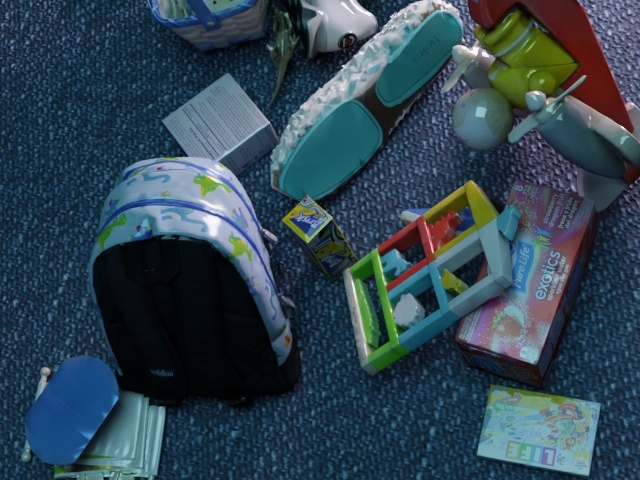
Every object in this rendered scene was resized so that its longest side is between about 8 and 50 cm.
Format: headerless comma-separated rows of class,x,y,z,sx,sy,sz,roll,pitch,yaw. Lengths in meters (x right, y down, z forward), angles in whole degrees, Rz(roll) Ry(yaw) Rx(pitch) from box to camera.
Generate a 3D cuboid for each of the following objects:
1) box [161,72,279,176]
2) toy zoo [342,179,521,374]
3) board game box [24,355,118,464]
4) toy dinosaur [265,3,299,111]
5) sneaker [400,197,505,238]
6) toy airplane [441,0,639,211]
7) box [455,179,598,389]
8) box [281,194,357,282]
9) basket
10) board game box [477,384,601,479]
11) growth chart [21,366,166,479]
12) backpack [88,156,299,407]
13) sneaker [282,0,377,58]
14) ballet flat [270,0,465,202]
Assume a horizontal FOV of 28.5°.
box,-0.159,-0.173,2.011,0.137,0.072,0.126,-36,64,-4
toy zoo,0.161,0.040,1.765,0.293,0.030,0.192,-37,39,23
board game box,-0.364,0.255,1.875,0.133,0.033,0.168,29,81,37
toy dinosaur,-0.061,-0.305,2.034,0.053,0.092,0.183,3,76,0
sneaker,0.200,-0.045,1.871,0.152,0.058,0.084,13,77,14
toy airplane,0.313,-0.193,1.740,0.272,0.386,0.384,-29,69,-2
box,0.293,0.062,1.765,0.123,0.128,0.257,17,73,20
box,0.000,0.000,1.842,0.054,0.169,0.059,-45,65,-7
basket,-0.191,-0.448,2.015,0.201,0.289,0.254,-10,63,8
board game box,0.301,0.263,1.733,0.154,0.026,0.103,8,70,17
growth chart,-0.339,0.288,1.887,0.237,0.021,0.172,8,70,17
backpack,-0.191,0.054,1.765,0.290,0.355,0.273,-1,62,14
sneaker,0.002,-0.443,2.075,0.146,0.122,0.330,-13,63,-11
ballet flat,0.060,-0.219,1.963,0.409,0.147,0.147,-45,64,-10
